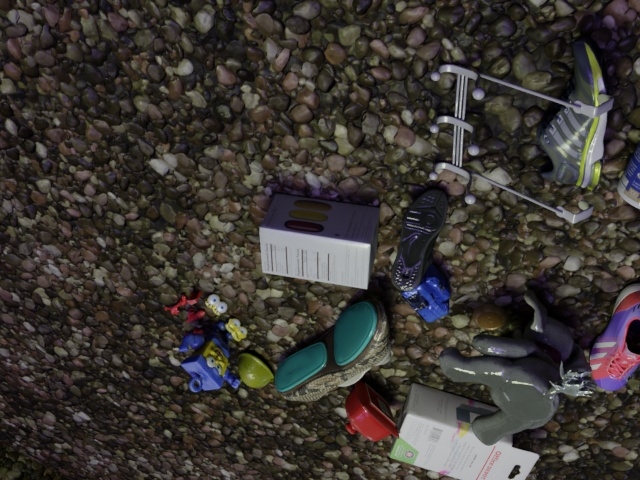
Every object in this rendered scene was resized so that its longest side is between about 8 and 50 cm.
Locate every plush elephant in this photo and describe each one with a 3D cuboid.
[{"bbox_3d":[0.469,0.269,1.530,0.329,0.255,0.272,-22,109,38],"label":"plush elephant"}]

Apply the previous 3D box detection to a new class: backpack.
[{"bbox_3d":[0.252,0.126,1.560,0.101,0.098,0.120,-27,114,27],"label":"backpack"}]

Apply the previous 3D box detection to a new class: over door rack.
[{"bbox_3d":[0.341,-0.174,1.234,0.324,0.108,0.240,22,135,31],"label":"over door rack"}]

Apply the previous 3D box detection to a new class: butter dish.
[{"bbox_3d":[0.118,0.473,1.810,0.118,0.160,0.160,-44,108,9],"label":"butter dish"}]

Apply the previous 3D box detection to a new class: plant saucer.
[{"bbox_3d":[0.406,0.188,1.616,0.083,0.015,0.084,8,129,10],"label":"plant saucer"}]

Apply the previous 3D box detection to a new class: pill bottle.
[{"bbox_3d":[0.631,-0.153,1.227,0.111,0.112,0.187,14,129,5],"label":"pill bottle"}]

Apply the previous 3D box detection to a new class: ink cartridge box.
[{"bbox_3d":[0.387,0.536,1.821,0.353,0.119,0.207,16,129,5],"label":"ink cartridge box"}]

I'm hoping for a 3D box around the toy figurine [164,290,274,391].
[{"bbox_3d":[-0.300,0.340,1.808,0.191,0.217,0.363,-19,119,28],"label":"toy figurine"}]

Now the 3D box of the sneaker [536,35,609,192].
[{"bbox_3d":[0.458,-0.221,1.232,0.121,0.111,0.300,3,125,19],"label":"sneaker"}]

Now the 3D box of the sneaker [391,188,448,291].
[{"bbox_3d":[0.219,-0.008,1.485,0.087,0.130,0.228,17,102,9],"label":"sneaker"}]

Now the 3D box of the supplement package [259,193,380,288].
[{"bbox_3d":[0.000,0.000,1.509,0.243,0.139,0.134,8,130,9],"label":"supplement package"}]

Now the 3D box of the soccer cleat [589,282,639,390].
[{"bbox_3d":[0.682,0.244,1.513,0.108,0.116,0.318,10,128,9],"label":"soccer cleat"}]

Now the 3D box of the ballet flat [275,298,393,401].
[{"bbox_3d":[0.069,0.292,1.727,0.181,0.164,0.483,19,139,-27],"label":"ballet flat"}]
